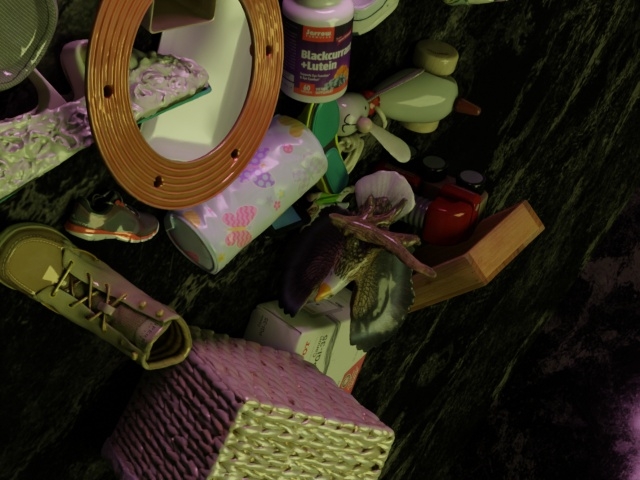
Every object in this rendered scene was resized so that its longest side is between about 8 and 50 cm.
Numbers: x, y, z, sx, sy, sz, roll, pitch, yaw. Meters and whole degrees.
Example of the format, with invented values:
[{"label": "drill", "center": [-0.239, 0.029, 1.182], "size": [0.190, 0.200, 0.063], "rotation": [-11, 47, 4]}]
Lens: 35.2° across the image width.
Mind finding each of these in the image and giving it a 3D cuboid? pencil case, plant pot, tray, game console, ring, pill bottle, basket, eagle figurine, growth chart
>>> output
[{"label": "pencil case", "center": [-0.112, -0.074, 1.548], "size": [0.273, 0.113, 0.124], "rotation": [-45, 121, -24]}, {"label": "plant pot", "center": [-0.191, -0.323, 1.208], "size": [0.109, 0.096, 0.109], "rotation": [-25, 137, -46]}, {"label": "tray", "center": [0.239, 0.058, 2.012], "size": [0.203, 0.076, 0.411], "rotation": [-39, -175, -34]}, {"label": "tray", "center": [-0.160, -0.235, 1.366], "size": [0.145, 0.030, 0.270], "rotation": [5, 114, -32]}, {"label": "game console", "center": [-0.065, -0.074, 1.672], "size": [0.122, 0.107, 0.071], "rotation": [-22, 163, -47]}, {"label": "ring", "center": [-0.154, -0.201, 1.181], "size": [0.336, 0.032, 0.337], "rotation": [-28, 125, -49]}, {"label": "pill bottle", "center": [-0.006, -0.312, 1.499], "size": [0.108, 0.108, 0.194], "rotation": [-34, 143, -38]}, {"label": "basket", "center": [-0.117, 0.330, 1.609], "size": [0.328, 0.331, 0.266], "rotation": [20, 98, -34]}, {"label": "eagle figurine", "center": [0.054, 0.042, 1.721], "size": [0.225, 0.226, 0.298], "rotation": [-14, 157, -16]}, {"label": "growth chart", "center": [0.000, 0.000, 1.894], "size": [0.172, 0.021, 0.237], "rotation": [-21, 134, -50]}]

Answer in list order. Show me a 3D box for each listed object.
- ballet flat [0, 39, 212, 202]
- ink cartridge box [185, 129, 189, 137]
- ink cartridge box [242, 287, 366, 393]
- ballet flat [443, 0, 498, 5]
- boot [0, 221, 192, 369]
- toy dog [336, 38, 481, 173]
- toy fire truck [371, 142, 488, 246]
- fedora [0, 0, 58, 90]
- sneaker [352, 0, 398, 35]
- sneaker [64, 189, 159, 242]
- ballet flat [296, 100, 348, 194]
[{"label": "ballet flat", "center": [-0.295, -0.158, 1.178], "size": [0.409, 0.147, 0.147], "rotation": [-36, 144, -37]}, {"label": "ink cartridge box", "center": [-0.174, -0.157, 1.460], "size": [0.083, 0.028, 0.048], "rotation": [1, 116, -58]}, {"label": "ink cartridge box", "center": [-0.029, 0.217, 1.948], "size": [0.283, 0.117, 0.207], "rotation": [-9, 124, -55]}, {"label": "ballet flat", "center": [0.307, -0.470, 1.875], "size": [0.221, 0.079, 0.077], "rotation": [-21, 134, -49]}, {"label": "boot", "center": [-0.292, 0.078, 1.310], "size": [0.095, 0.203, 0.262], "rotation": [-56, 153, -7]}, {"label": "toy dog", "center": [0.159, -0.229, 1.782], "size": [0.333, 0.161, 0.220], "rotation": [-42, 147, -28]}, {"label": "toy fire truck", "center": [0.169, -0.070, 1.859], "size": [0.246, 0.217, 0.159], "rotation": [-43, 149, -44]}, {"label": "fedora", "center": [-0.360, -0.242, 0.989], "size": [0.244, 0.124, 0.275], "rotation": [-53, 151, -13]}, {"label": "sneaker", "center": [0.113, -0.431, 1.616], "size": [0.258, 0.094, 0.091], "rotation": [-44, 166, -18]}, {"label": "sneaker", "center": [-0.276, -0.036, 1.385], "size": [0.158, 0.061, 0.065], "rotation": [-5, 114, -57]}, {"label": "ballet flat", "center": [-0.008, -0.165, 1.665], "size": [0.077, 0.077, 0.231], "rotation": [-45, 147, -23]}]
